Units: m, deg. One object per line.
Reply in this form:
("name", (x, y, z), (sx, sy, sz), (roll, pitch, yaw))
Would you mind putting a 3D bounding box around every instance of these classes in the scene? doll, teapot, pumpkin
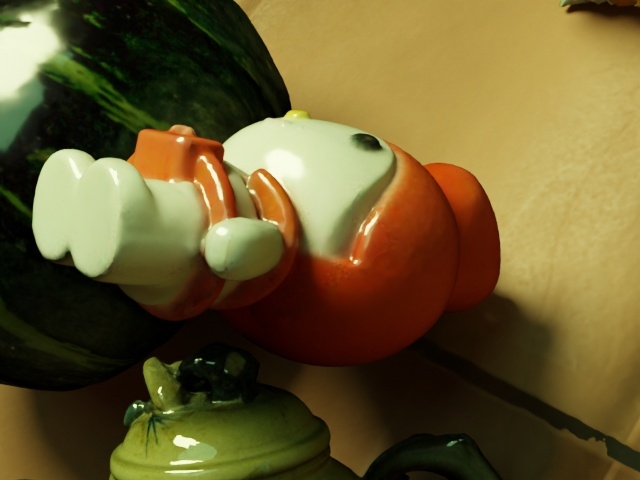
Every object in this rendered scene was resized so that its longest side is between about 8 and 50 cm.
("doll", (0.000, 0.000, 0.486), (0.161, 0.290, 0.129), (11, 94, 48))
("teapot", (-0.034, 0.141, 0.467), (0.270, 0.173, 0.182), (-8, 92, -3))
("pumpkin", (-0.172, -0.056, 0.640), (0.323, 0.241, 0.323), (-36, 31, 26))

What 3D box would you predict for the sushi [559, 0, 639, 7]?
("sushi", (0.204, -0.259, 0.603), (0.139, 0.184, 0.274), (2, 67, 38))
